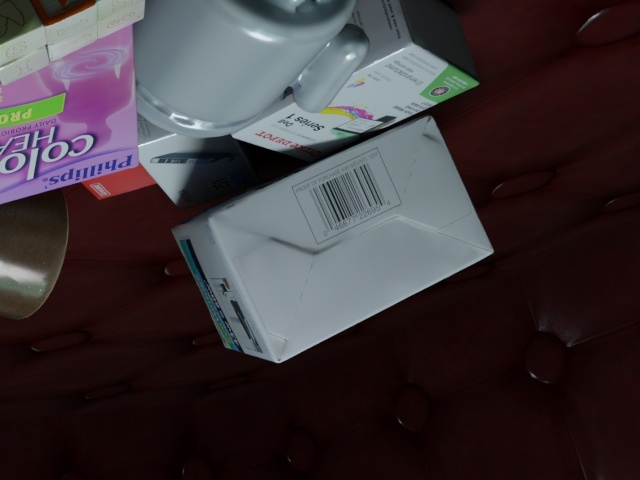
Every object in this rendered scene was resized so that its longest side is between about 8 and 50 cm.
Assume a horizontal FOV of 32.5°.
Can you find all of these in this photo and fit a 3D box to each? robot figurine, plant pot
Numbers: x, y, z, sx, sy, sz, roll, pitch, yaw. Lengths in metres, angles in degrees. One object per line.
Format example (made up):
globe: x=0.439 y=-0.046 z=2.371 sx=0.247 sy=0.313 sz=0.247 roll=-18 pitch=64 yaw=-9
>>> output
robot figurine: x=-0.096 y=-0.232 z=1.105 sx=0.300 sy=0.200 sz=0.353 roll=32 pitch=145 yaw=-15
plant pot: x=-0.501 y=-0.014 z=1.498 sx=0.230 sy=0.215 sz=0.215 roll=14 pitch=148 yaw=-43

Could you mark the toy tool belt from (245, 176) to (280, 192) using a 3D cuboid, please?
toy tool belt: x=-0.086 y=-0.075 z=1.905 sx=0.083 sy=0.051 sz=0.052 roll=-14 pitch=164 yaw=-5

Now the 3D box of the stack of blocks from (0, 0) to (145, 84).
stack of blocks: x=-0.196 y=-0.251 z=0.854 sx=0.297 sy=0.171 sz=0.087 roll=-29 pitch=178 yaw=-15

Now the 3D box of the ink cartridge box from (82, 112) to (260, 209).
ink cartridge box: x=-0.242 y=-0.115 z=1.610 sx=0.261 sy=0.066 sz=0.296 roll=-17 pitch=164 yaw=2

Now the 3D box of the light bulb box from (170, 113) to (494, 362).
light bulb box: x=0.000 y=0.000 z=1.639 sx=0.357 sy=0.225 sz=0.361 roll=-25 pitch=-175 yaw=-16

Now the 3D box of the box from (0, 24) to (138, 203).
box: x=-0.288 y=-0.156 z=1.007 sx=0.213 sy=0.117 sz=0.243 roll=-17 pitch=150 yaw=-19

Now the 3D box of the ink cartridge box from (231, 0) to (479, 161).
ink cartridge box: x=0.032 y=-0.217 z=1.422 sx=0.278 sy=0.117 sz=0.201 roll=-23 pitch=162 yaw=27
